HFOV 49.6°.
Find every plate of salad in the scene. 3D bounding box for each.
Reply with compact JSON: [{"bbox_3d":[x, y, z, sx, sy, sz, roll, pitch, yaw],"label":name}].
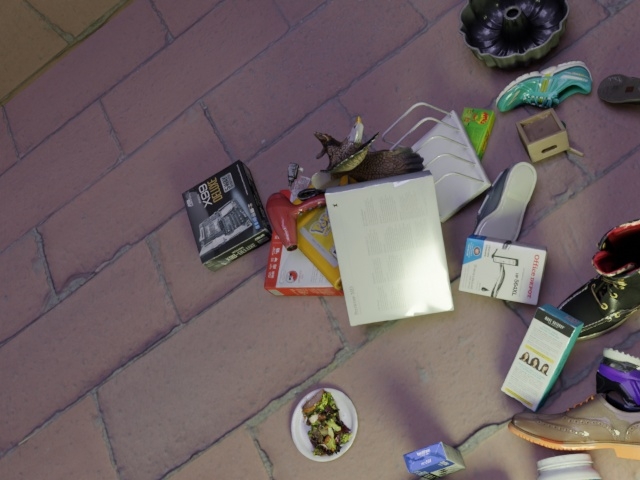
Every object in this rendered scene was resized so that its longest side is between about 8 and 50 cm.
[{"bbox_3d":[0.006,0.503,1.905,0.200,0.048,0.199,-10,63,20],"label":"plate of salad"}]

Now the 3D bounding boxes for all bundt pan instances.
[{"bbox_3d":[0.598,-0.661,2.124,0.331,0.124,0.330,-10,64,21],"label":"bundt pan"}]

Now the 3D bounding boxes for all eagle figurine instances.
[{"bbox_3d":[0.101,-0.228,1.903,0.226,0.225,0.298,-33,38,-17],"label":"eagle figurine"}]

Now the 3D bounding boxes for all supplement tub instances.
[{"bbox_3d":[0.567,0.590,1.548,0.145,0.144,0.199,-15,62,18],"label":"supplement tub"}]

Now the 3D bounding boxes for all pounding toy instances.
[{"bbox_3d":[0.647,-0.287,1.957,0.141,0.100,0.130,-21,46,12],"label":"pounding toy"}]

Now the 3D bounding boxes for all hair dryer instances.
[{"bbox_3d":[-0.057,-0.105,2.044,0.224,0.080,0.293,12,72,30],"label":"hair dryer"}]

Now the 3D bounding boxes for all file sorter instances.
[{"bbox_3d":[0.317,-0.230,1.985,0.193,0.173,0.277,-41,52,36],"label":"file sorter"}]

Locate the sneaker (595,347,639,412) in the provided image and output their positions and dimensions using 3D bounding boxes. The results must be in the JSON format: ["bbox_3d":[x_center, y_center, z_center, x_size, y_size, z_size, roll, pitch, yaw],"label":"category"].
[{"bbox_3d":[0.777,0.365,1.592,0.294,0.102,0.146,20,84,34],"label":"sneaker"}]

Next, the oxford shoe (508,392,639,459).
[{"bbox_3d":[0.614,0.412,1.591,0.364,0.130,0.132,-2,87,30],"label":"oxford shoe"}]

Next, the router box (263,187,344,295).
[{"bbox_3d":[0.000,0.000,2.118,0.301,0.082,0.335,-3,66,24],"label":"router box"}]

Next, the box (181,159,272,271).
[{"bbox_3d":[-0.312,-0.084,2.304,0.243,0.076,0.307,-28,59,11],"label":"box"}]

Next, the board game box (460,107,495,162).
[{"bbox_3d":[0.451,-0.306,2.075,0.092,0.043,0.181,13,74,28],"label":"board game box"}]

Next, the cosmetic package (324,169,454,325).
[{"bbox_3d":[0.185,0.022,1.859,0.285,0.097,0.376,-10,104,5],"label":"cosmetic package"}]

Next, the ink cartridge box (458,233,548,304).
[{"bbox_3d":[0.479,0.074,1.815,0.203,0.086,0.148,10,98,19],"label":"ink cartridge box"}]

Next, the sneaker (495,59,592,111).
[{"bbox_3d":[0.647,-0.433,2.014,0.276,0.107,0.109,-18,70,17],"label":"sneaker"}]

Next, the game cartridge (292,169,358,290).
[{"bbox_3d":[0.053,-0.056,2.040,0.285,0.052,0.323,-44,57,0],"label":"game cartridge"}]

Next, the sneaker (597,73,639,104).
[{"bbox_3d":[0.878,-0.398,1.910,0.222,0.118,0.083,31,103,60],"label":"sneaker"}]

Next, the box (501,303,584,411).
[{"bbox_3d":[0.536,0.284,1.684,0.101,0.060,0.244,32,115,33],"label":"box"}]

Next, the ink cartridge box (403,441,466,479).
[{"bbox_3d":[0.278,0.533,1.670,0.097,0.207,0.046,-24,60,13],"label":"ink cartridge box"}]

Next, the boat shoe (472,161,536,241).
[{"bbox_3d":[0.496,-0.070,1.934,0.319,0.116,0.099,-64,14,-3],"label":"boat shoe"}]

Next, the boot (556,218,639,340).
[{"bbox_3d":[0.689,0.093,1.623,0.378,0.284,0.138,-30,57,21],"label":"boot"}]
